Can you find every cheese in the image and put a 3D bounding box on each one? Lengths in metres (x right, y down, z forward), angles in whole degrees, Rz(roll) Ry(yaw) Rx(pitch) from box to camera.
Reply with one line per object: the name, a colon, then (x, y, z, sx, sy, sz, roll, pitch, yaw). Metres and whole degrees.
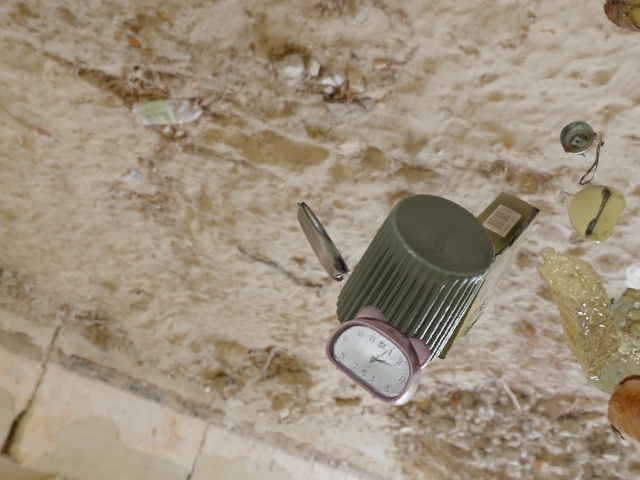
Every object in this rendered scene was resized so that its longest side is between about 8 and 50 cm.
cheese: (0.597, -0.078, 1.468, 0.054, 0.127, 0.251, 20, -168, -8)

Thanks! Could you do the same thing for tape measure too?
tape measure: (0.770, -0.264, 1.902, 0.107, 0.180, 0.104, 17, 145, -11)

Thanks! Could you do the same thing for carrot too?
carrot: (0.670, 0.330, 1.195, 0.195, 0.196, 0.254, 15, -179, -7)

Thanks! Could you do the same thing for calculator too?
calculator: (0.000, 0.000, 1.916, 0.040, 0.268, 0.177, -27, 169, -13)

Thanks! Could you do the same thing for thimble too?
thimble: (0.806, 0.270, 1.576, 0.195, 0.292, 0.291, 28, 169, 38)

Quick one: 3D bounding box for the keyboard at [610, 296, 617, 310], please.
keyboard: (1.053, 0.253, 2.313, 0.015, 0.049, 0.129, 22, 163, 43)

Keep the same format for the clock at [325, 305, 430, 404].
clock: (0.087, 0.172, 0.977, 0.152, 0.110, 0.050, 34, -178, 21)

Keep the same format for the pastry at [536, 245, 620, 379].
pastry: (0.444, 0.128, 1.083, 0.089, 0.122, 0.258, -24, 127, 15)

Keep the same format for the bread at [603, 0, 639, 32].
bread: (0.623, -0.450, 1.223, 0.131, 0.172, 0.103, -6, 114, 4)

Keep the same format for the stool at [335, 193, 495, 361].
stool: (0.224, 0.089, 1.515, 0.296, 0.297, 0.330, 16, 133, -8)

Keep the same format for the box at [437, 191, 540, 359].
box: (0.466, 0.100, 1.943, 0.138, 0.373, 0.421, 33, 128, 19)
